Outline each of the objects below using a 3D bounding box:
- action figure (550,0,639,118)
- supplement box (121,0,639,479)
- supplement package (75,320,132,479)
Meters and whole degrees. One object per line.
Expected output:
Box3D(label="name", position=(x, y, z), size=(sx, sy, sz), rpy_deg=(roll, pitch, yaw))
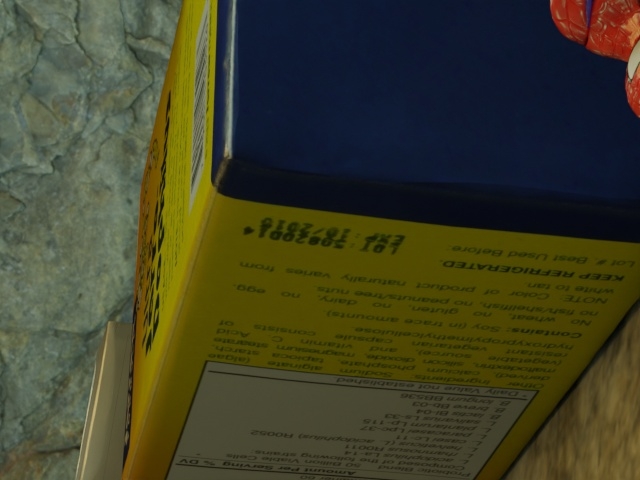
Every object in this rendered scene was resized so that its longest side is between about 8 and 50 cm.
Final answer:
Box3D(label="action figure", position=(0.134, -0.177, 0.727), size=(0.139, 0.091, 0.280), rpy_deg=(90, -175, -57))
Box3D(label="supplement box", position=(0.022, -0.020, 0.917), size=(0.356, 0.194, 0.195), rpy_deg=(114, 160, -59))
Box3D(label="supplement package", position=(-0.085, 0.182, 1.465), size=(0.149, 0.203, 0.194), rpy_deg=(126, 153, -73))
